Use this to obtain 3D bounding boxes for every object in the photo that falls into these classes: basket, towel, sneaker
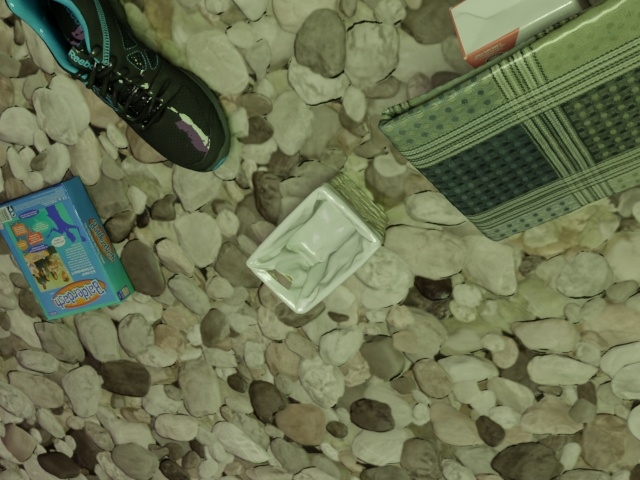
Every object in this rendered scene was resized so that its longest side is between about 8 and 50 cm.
[{"bbox_3d":[0.000,0.000,0.891,0.113,0.103,0.167,44,116,-5],"label":"basket"},{"bbox_3d":[0.268,-0.126,0.690,0.324,0.056,0.312,-24,145,27],"label":"towel"},{"bbox_3d":[-0.266,-0.212,0.858,0.341,0.139,0.125,45,115,-7],"label":"sneaker"}]

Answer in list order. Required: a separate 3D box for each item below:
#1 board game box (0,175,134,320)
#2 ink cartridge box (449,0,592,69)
[{"bbox_3d":[-0.418,0.017,1.052,0.160,0.047,0.210,-14,107,21],"label":"board game box"},{"bbox_3d":[0.239,-0.216,0.705,0.115,0.198,0.067,-23,69,31],"label":"ink cartridge box"}]
